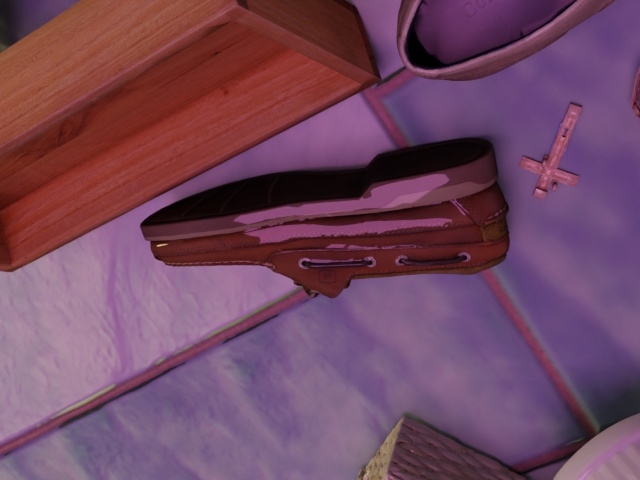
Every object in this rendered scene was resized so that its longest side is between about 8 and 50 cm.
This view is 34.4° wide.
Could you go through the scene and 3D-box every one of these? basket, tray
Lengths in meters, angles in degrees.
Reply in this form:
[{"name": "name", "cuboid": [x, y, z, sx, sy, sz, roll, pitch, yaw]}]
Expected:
[{"name": "basket", "cuboid": [0.113, 0.251, 0.936, 0.167, 0.113, 0.103, 28, 116, 1]}, {"name": "tray", "cuboid": [-0.180, -0.088, 0.806, 0.410, 0.202, 0.076, -24, 74, 25]}]

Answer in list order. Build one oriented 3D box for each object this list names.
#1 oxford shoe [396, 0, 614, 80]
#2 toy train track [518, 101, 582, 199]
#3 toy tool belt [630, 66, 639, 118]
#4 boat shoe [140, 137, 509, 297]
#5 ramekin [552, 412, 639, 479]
[{"name": "oxford shoe", "cuboid": [0.205, -0.233, 0.653, 0.140, 0.146, 0.397, 43, 118, -4]}, {"name": "toy train track", "cuboid": [0.186, -0.068, 0.815, 0.048, 0.014, 0.083, 20, 118, 6]}, {"name": "toy tool belt", "cuboid": [0.255, -0.095, 0.760, 0.052, 0.051, 0.083, 2, 116, 16]}, {"name": "boat shoe", "cuboid": [0.000, 0.000, 0.847, 0.307, 0.111, 0.105, -8, 111, 20]}, {"name": "ramekin", "cuboid": [0.286, 0.247, 0.831, 0.207, 0.109, 0.207, -8, 118, -15]}]
